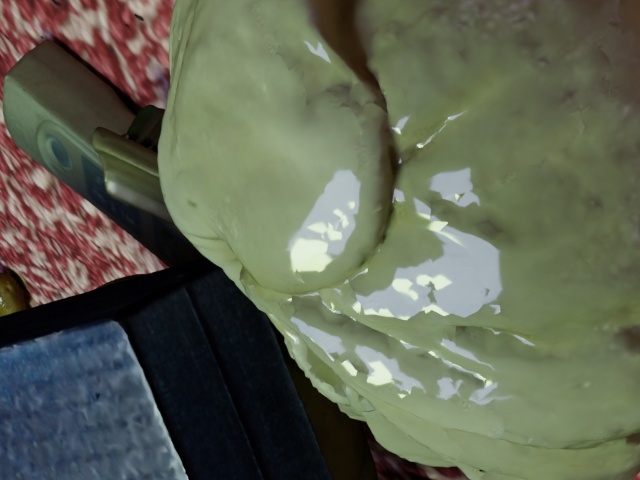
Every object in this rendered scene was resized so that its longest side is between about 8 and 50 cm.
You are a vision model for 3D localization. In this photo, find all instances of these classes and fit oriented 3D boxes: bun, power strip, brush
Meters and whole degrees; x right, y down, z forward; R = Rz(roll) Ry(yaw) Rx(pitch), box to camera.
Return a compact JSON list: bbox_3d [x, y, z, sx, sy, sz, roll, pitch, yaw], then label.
[{"bbox_3d":[0.040,-0.016,0.540,0.259,0.160,0.259,36,153,22],"label":"bun"},{"bbox_3d":[-0.085,-0.018,0.915,0.286,0.048,0.080,38,158,16],"label":"power strip"},{"bbox_3d":[0.000,0.000,0.796,0.282,0.048,0.054,26,154,25],"label":"brush"}]

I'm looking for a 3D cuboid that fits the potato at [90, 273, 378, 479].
[{"bbox_3d":[-0.068,0.122,0.983,0.228,0.148,0.197,16,115,36],"label":"potato"}]

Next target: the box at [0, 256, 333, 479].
[{"bbox_3d":[-0.125,0.166,0.870,0.279,0.116,0.261,-16,100,37],"label":"box"}]

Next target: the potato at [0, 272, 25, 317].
[{"bbox_3d":[-0.303,0.059,1.443,0.046,0.045,0.092,8,158,-3],"label":"potato"}]
